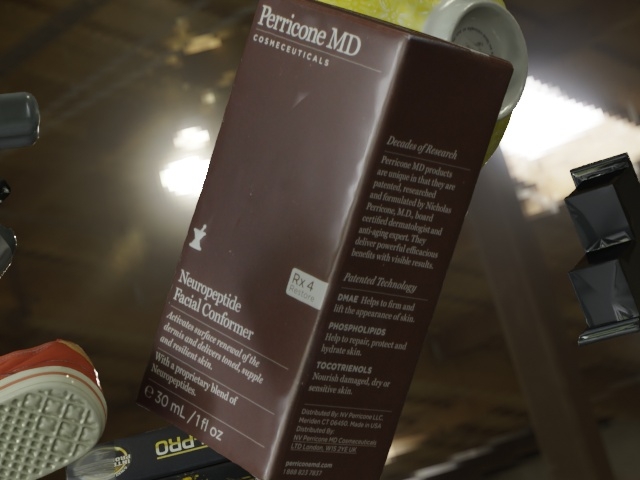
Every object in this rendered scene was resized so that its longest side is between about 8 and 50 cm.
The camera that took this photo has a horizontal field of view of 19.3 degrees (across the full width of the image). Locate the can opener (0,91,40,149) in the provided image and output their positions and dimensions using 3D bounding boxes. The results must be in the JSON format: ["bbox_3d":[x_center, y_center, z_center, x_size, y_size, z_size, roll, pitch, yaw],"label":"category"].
[{"bbox_3d":[-0.419,-0.092,1.888,0.280,0.093,0.074,-12,-12,-14],"label":"can opener"}]

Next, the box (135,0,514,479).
[{"bbox_3d":[0.000,0.000,1.569,0.143,0.381,0.191,12,8,-44],"label":"box"}]

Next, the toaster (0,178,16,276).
[{"bbox_3d":[-0.322,0.024,1.329,0.227,0.146,0.129,1,-40,38],"label":"toaster"}]

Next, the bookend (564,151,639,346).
[{"bbox_3d":[0.303,0.008,2.008,0.072,0.156,0.157,-17,12,30],"label":"bookend"}]

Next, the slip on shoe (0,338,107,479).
[{"bbox_3d":[-0.329,0.172,1.580,0.331,0.101,0.123,-22,-64,11],"label":"slip on shoe"}]

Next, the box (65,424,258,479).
[{"bbox_3d":[-0.100,0.382,2.228,0.318,0.097,0.395,-12,-57,0],"label":"box"}]

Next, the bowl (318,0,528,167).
[{"bbox_3d":[0.103,-0.165,1.797,0.289,0.289,0.156,6,-4,-44],"label":"bowl"}]
